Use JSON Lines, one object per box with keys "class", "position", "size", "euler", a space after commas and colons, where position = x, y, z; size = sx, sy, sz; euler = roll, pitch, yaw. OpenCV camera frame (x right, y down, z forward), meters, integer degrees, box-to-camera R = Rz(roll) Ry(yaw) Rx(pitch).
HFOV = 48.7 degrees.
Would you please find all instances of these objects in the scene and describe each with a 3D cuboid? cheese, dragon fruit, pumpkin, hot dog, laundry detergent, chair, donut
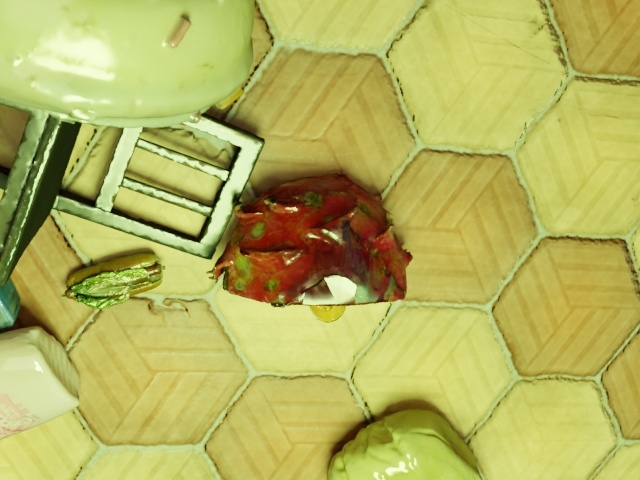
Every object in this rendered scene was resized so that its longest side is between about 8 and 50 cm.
{"class": "cheese", "position": [0.123, 0.357, 1.014], "size": [0.214, 0.117, 0.226], "euler": [-34, 113, 6]}
{"class": "dragon fruit", "position": [0.003, -0.005, 0.870], "size": [0.273, 0.126, 0.161], "euler": [0, 93, -18]}
{"class": "pumpkin", "position": [0.008, 0.067, 0.954], "size": [0.050, 0.028, 0.083], "euler": [2, 96, -15]}
{"class": "hot dog", "position": [-0.260, 0.053, 0.892], "size": [0.133, 0.041, 0.057], "euler": [-15, 107, -7]}
{"class": "laundry detergent", "position": [-0.475, 0.211, 0.860], "size": [0.335, 0.088, 0.159], "euler": [-20, 134, -4]}
{"class": "chair", "position": [-0.276, -0.080, 0.739], "size": [0.415, 0.241, 0.203], "euler": [21, 107, -15]}
{"class": "donut", "position": [-0.229, -0.256, 0.646], "size": [0.382, 0.383, 0.143], "euler": [18, 125, -15]}

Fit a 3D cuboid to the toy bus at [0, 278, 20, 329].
{"class": "toy bus", "position": [-0.485, 0.099, 0.842], "size": [0.236, 0.079, 0.094], "euler": [-22, 110, -4]}
